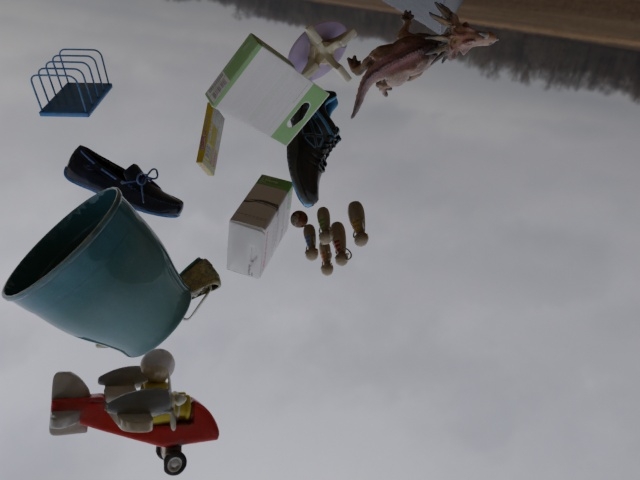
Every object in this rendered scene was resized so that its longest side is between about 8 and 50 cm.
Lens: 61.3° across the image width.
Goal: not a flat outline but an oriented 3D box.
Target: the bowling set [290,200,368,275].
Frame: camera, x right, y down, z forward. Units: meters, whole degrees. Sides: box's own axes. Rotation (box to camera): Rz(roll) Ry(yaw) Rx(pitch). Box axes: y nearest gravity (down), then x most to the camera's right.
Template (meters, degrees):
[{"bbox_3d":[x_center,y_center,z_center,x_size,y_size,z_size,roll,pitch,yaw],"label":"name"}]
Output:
[{"bbox_3d":[0.000,0.000,1.637,0.200,0.287,0.154,8,-128,-22],"label":"bowling set"}]

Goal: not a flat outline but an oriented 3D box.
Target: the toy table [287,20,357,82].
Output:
[{"bbox_3d":[0.009,-0.705,2.036,0.252,0.274,0.161,33,-170,-28],"label":"toy table"}]

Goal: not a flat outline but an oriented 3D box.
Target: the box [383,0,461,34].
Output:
[{"bbox_3d":[0.206,-0.820,1.201,0.472,0.479,0.297,33,-174,8],"label":"box"}]

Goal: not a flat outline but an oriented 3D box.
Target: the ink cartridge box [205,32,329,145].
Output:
[{"bbox_3d":[-0.115,-0.330,1.218,0.235,0.171,0.056,20,-150,-49],"label":"ink cartridge box"}]

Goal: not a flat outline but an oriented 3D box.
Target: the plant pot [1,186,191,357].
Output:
[{"bbox_3d":[-0.399,0.083,1.035,0.272,0.255,0.271,-28,-149,19],"label":"plant pot"}]

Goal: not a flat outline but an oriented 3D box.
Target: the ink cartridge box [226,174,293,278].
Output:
[{"bbox_3d":[-0.185,-0.047,1.668,0.115,0.198,0.272,16,-141,7],"label":"ink cartridge box"}]

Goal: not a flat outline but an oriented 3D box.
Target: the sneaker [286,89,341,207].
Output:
[{"bbox_3d":[-0.015,-0.255,1.435,0.140,0.340,0.125,-4,166,6],"label":"sneaker"}]

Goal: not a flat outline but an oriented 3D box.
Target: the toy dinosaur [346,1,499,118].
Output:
[{"bbox_3d":[0.170,-0.357,1.048,0.296,0.127,0.200,-36,-159,-4],"label":"toy dinosaur"}]

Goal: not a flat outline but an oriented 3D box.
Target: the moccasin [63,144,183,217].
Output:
[{"bbox_3d":[-0.551,-0.167,1.537,0.342,0.116,0.137,21,-168,-14],"label":"moccasin"}]

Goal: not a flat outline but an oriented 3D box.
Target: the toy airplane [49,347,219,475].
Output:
[{"bbox_3d":[-0.471,0.392,1.349,0.387,0.272,0.384,17,167,23],"label":"toy airplane"}]

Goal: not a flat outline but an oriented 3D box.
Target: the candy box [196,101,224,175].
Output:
[{"bbox_3d":[-0.344,-0.317,1.693,0.027,0.205,0.105,5,164,9],"label":"candy box"}]

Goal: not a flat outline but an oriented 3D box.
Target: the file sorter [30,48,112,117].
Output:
[{"bbox_3d":[-0.602,-0.384,1.308,0.118,0.104,0.170,1,-139,2],"label":"file sorter"}]

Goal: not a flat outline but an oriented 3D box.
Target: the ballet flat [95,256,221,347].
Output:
[{"bbox_3d":[-0.395,0.180,1.368,0.123,0.123,0.349,27,-125,36],"label":"ballet flat"}]
